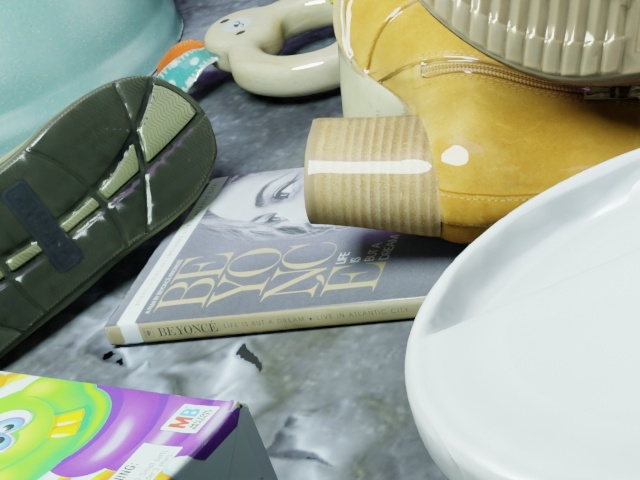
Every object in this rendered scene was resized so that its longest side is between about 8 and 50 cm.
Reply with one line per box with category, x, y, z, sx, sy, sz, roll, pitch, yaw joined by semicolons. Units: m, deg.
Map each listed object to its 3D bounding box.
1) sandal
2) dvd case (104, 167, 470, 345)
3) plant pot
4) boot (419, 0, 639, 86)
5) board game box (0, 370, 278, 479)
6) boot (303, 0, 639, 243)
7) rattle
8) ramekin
sandal;-0.196;0.006;1.214;0.303;0.120;0.086;-30;1;-21
dvd case;0.000;0.000;1.166;0.221;0.018;0.164;-7;30;25
plant pot;-0.277;-0.206;1.536;0.293;0.196;0.293;-16;27;9
boot;0.179;-0.123;1.085;0.248;0.090;0.207;17;9;14
board game box;-0.152;0.151;0.854;0.275;0.144;0.142;3;36;39
boot;0.111;-0.094;1.159;0.211;0.104;0.295;0;38;8
rattle;-0.048;-0.169;1.385;0.199;0.143;0.130;1;52;25
ramekin;0.178;0.067;0.805;0.273;0.127;0.273;-16;28;9
